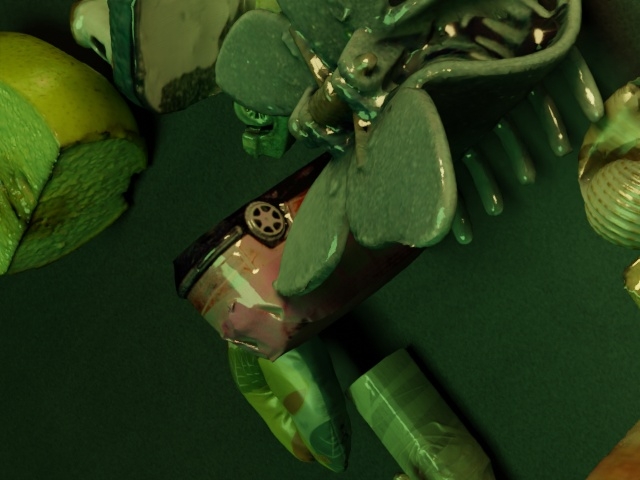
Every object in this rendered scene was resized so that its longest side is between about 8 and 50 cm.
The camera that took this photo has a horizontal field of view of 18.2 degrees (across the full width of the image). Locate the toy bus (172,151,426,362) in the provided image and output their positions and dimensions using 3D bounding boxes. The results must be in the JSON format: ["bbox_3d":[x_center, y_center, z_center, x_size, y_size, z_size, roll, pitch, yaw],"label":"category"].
[{"bbox_3d":[0.000,0.000,1.980,0.147,0.302,0.127,48,139,6],"label":"toy bus"}]

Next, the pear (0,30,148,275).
[{"bbox_3d":[-0.351,-0.130,2.400,0.292,0.159,0.292,23,126,36],"label":"pear"}]

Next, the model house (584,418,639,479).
[{"bbox_3d":[0.412,0.321,1.797,0.280,0.245,0.312,9,122,35],"label":"model house"}]

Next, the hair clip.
[{"bbox_3d":[0.083,-0.128,1.817,0.318,0.238,0.392,-48,54,51],"label":"hair clip"}]

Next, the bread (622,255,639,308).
[{"bbox_3d":[0.392,0.092,1.726,0.251,0.174,0.133,55,-173,19],"label":"bread"}]

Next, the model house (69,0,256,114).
[{"bbox_3d":[-0.192,-0.305,2.097,0.291,0.184,0.253,39,139,43],"label":"model house"}]

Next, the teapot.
[{"bbox_3d":[0.108,0.225,2.160,0.200,0.107,0.077,52,140,9],"label":"teapot"}]

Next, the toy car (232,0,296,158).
[{"bbox_3d":[-0.019,-0.233,1.979,0.097,0.141,0.321,16,131,9],"label":"toy car"}]

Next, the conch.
[{"bbox_3d":[0.294,-0.066,1.771,0.153,0.102,0.135,-49,54,18],"label":"conch"}]

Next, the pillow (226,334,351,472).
[{"bbox_3d":[-0.032,0.163,2.253,0.214,0.086,0.233,64,162,-9],"label":"pillow"}]
